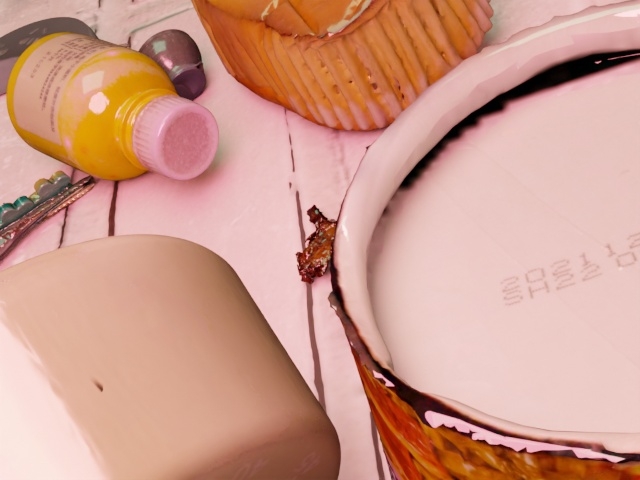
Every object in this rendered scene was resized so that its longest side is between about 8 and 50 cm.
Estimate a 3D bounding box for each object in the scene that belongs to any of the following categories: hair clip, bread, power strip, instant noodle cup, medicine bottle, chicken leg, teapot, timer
[{"bbox_3d":[-0.282,-0.014,0.995,0.173,0.049,0.049,-42,42,-18],"label":"hair clip"},{"bbox_3d":[0.011,-0.213,0.969,0.288,0.156,0.204,29,73,42],"label":"bread"},{"bbox_3d":[-0.300,-0.190,1.194,0.216,0.044,0.137,1,47,31],"label":"power strip"},{"bbox_3d":[0.158,0.069,0.496,0.340,0.266,0.340,-16,42,15],"label":"instant noodle cup"},{"bbox_3d":[-0.181,-0.113,0.985,0.212,0.122,0.122,23,61,42],"label":"medicine bottle"},{"bbox_3d":[0.001,0.000,0.842,0.036,0.021,0.083,-17,39,26],"label":"chicken leg"},{"bbox_3d":[-0.149,-0.158,1.072,0.088,0.066,0.057,-46,57,11],"label":"teapot"},{"bbox_3d":[-0.062,0.201,0.520,0.291,0.291,0.315,-39,64,-14],"label":"timer"}]
